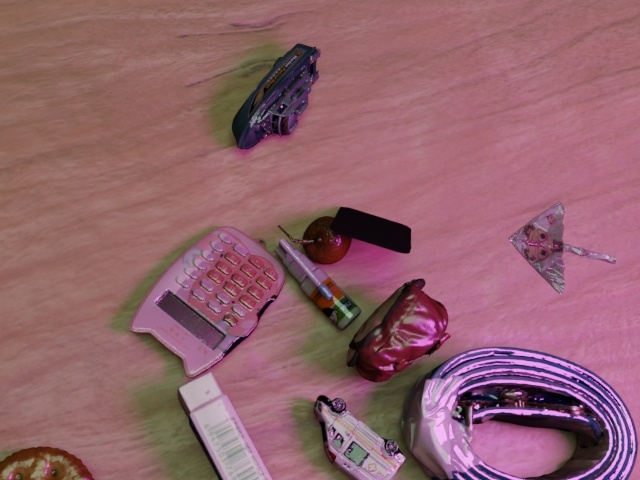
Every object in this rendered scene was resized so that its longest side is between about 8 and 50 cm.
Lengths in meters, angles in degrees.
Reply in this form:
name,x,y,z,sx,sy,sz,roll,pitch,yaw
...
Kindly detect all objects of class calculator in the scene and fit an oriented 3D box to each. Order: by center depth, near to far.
name,x,y,z,sx,sy,sz,roll,pitch,yaw
calculator,-0.218,0.115,1.611,0.220,0.048,0.329,37,66,9

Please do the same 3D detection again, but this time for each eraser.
name,x,y,z,sx,sy,sz,roll,pitch,yaw
eraser,-0.170,0.389,1.459,0.081,0.124,0.279,-27,74,-18

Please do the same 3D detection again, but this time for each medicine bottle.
name,x,y,z,sx,sy,sz,roll,pitch,yaw
medicine bottle,-0.011,0.085,1.621,0.061,0.092,0.220,-42,78,-10

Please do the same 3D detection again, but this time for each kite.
name,x,y,z,sx,sy,sz,roll,pitch,yaw
kite,0.547,0.014,1.769,0.250,0.012,0.229,11,68,-4

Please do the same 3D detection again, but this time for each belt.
name,x,y,z,sx,sy,sz,roll,pitch,yaw
belt,0.379,0.369,1.513,0.437,0.173,0.300,9,70,-3

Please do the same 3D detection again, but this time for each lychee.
name,x,y,z,sx,sy,sz,roll,pitch,yaw
lychee,0.003,0.003,1.651,0.140,0.101,0.114,-29,39,-34

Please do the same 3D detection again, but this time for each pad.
name,x,y,z,sx,sy,sz,roll,pitch,yaw
pad,0.175,0.023,1.625,0.323,0.250,0.055,35,105,-2

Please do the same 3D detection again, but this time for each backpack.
name,x,y,z,sx,sy,sz,roll,pitch,yaw
backpack,0.154,0.189,1.537,0.139,0.229,0.229,42,69,8

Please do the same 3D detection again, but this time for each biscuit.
name,x,y,z,sx,sy,sz,roll,pitch,yaw
biscuit,-0.509,0.484,1.410,0.221,0.066,0.220,4,65,-9

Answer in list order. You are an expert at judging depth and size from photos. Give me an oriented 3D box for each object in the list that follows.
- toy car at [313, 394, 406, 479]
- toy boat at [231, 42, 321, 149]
name,x,y,z,sx,sy,sz,roll,pitch,yaw
toy car,0.057,0.392,1.508,0.210,0.089,0.108,39,74,5
toy boat,-0.095,-0.311,1.760,0.122,0.114,0.296,29,67,14
